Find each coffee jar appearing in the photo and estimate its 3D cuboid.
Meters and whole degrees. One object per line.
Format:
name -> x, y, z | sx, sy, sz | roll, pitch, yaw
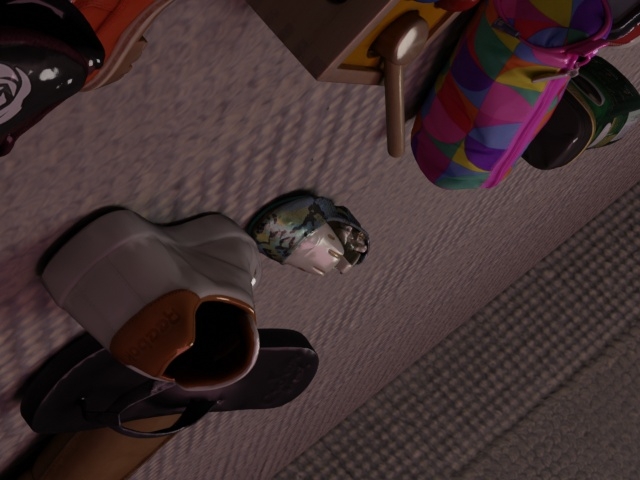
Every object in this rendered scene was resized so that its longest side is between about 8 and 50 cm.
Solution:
coffee jar -> 0.251, -0.130, 1.433 | 0.184, 0.096, 0.079 | -22, 155, -55

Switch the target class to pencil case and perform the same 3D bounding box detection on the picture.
pencil case -> 0.146, -0.126, 1.121 | 0.104, 0.104, 0.236 | -35, 168, -25

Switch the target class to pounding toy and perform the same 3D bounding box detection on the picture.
pounding toy -> 0.036, -0.126, 0.765 | 0.141, 0.100, 0.130 | -45, 167, 20

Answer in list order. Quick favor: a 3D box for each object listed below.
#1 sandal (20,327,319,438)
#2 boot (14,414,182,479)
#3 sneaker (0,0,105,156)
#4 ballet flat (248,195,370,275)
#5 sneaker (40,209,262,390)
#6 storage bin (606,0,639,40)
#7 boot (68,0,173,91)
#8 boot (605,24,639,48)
sandal -> -0.106, 0.112, 1.104 | 0.254, 0.054, 0.097 | -4, 133, -32
boot -> -0.165, 0.181, 1.278 | 0.269, 0.089, 0.236 | -45, 168, 13
sneaker -> -0.151, -0.019, 0.527 | 0.162, 0.106, 0.281 | -31, 165, -18
ballet flat -> 0.000, 0.000, 1.197 | 0.070, 0.070, 0.188 | -44, 167, 16
sneaker -> -0.089, 0.055, 0.982 | 0.106, 0.123, 0.290 | -45, 169, 11
storage bin -> 0.244, -0.231, 1.086 | 0.135, 0.098, 0.091 | -41, 158, -2
boot -> -0.097, -0.105, 0.546 | 0.084, 0.059, 0.158 | -23, 160, -42
boot -> 0.313, -0.258, 1.205 | 0.244, 0.088, 0.176 | -41, 167, 18
